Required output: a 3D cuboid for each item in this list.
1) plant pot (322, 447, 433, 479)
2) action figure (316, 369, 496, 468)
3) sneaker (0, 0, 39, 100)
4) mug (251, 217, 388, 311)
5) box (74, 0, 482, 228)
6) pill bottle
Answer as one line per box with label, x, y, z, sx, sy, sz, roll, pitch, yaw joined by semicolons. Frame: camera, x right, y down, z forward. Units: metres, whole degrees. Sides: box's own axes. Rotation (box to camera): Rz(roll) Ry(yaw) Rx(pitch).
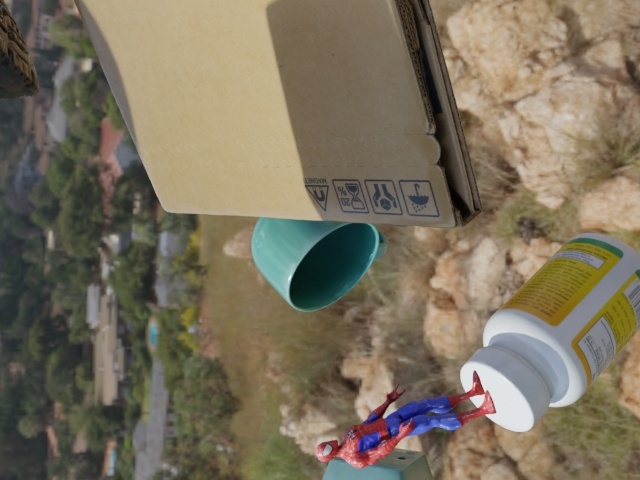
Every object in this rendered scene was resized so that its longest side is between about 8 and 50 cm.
plant pot;0.075;0.410;1.144;0.166;0.165;0.234;1;89;25
action figure;0.051;0.115;0.528;0.038;0.115;0.030;-114;0;-59
sneaker;-0.275;-0.140;0.447;0.109;0.130;0.286;63;-177;30
mug;-0.008;0.005;0.947;0.129;0.158;0.097;-47;59;1
box;-0.035;-0.084;0.368;0.201;0.021;0.164;5;122;45
pill bottle;0.242;0.094;0.850;0.117;0.208;0.117;37;151;25
